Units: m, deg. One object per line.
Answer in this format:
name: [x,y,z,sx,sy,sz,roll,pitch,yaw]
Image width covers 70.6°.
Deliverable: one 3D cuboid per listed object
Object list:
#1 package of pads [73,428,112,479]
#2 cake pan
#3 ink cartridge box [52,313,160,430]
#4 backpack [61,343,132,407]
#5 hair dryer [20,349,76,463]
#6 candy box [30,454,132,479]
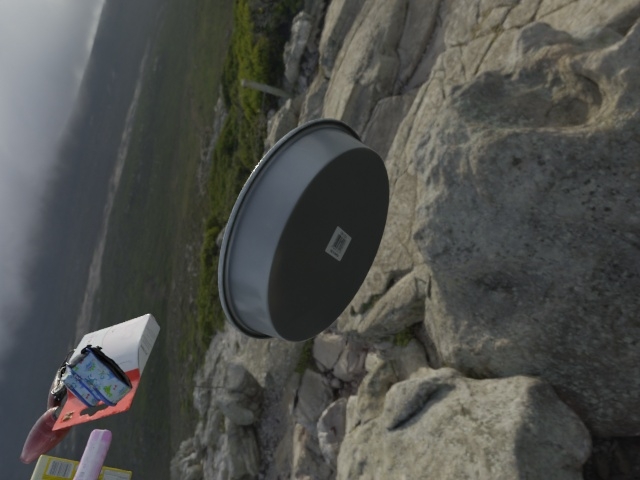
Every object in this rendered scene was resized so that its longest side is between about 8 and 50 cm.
package of pads: [-0.327,0.320,0.647,0.083,0.032,0.050,-90,22,-49]
cake pan: [0.000,0.000,0.563,0.054,0.293,0.293,24,99,29]
ink cartridge box: [-0.473,0.279,0.992,0.189,0.066,0.232,-18,27,10]
backpack: [-0.418,0.264,0.852,0.084,0.114,0.105,-48,2,-21]
hair dryer: [-0.699,0.449,1.209,0.223,0.080,0.293,-10,52,56]
candy box: [-0.537,0.555,1.009,0.027,0.206,0.105,-48,29,31]
